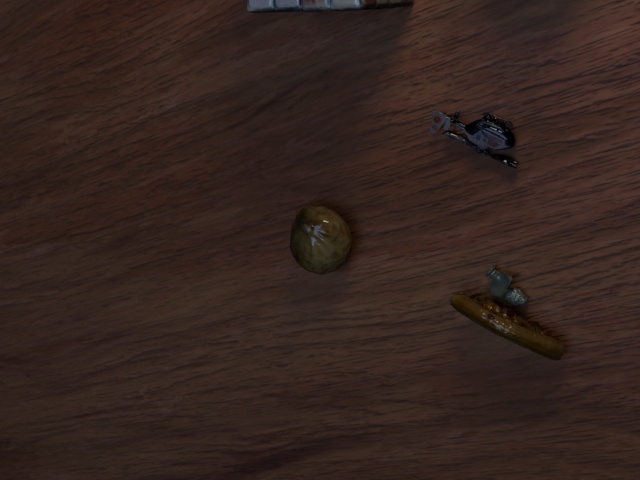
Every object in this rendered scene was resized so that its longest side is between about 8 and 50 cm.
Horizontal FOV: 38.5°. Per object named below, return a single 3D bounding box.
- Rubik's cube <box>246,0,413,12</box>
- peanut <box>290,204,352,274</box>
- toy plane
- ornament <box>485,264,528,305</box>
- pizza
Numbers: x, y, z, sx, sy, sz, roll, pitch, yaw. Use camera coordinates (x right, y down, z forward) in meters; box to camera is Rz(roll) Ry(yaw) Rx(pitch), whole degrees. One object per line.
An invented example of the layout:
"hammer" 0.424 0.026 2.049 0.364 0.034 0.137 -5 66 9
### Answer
"Rubik's cube" 0.018 -0.570 1.757 0.256 0.259 0.254 6 106 29
"peanut" 0.000 0.000 2.023 0.140 0.109 0.159 35 131 30
"toy plane" 0.307 -0.213 1.811 0.197 0.053 0.078 25 124 19
"ornament" 0.374 0.094 1.864 0.068 0.041 0.092 -17 105 53
"pizza" 0.375 0.165 1.849 0.246 0.127 0.058 30 95 29
